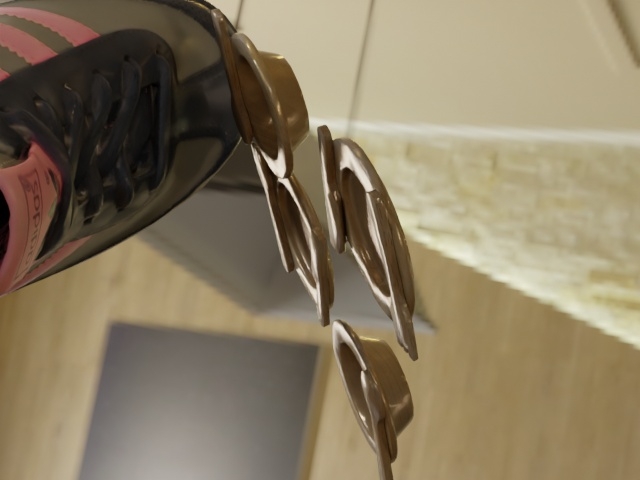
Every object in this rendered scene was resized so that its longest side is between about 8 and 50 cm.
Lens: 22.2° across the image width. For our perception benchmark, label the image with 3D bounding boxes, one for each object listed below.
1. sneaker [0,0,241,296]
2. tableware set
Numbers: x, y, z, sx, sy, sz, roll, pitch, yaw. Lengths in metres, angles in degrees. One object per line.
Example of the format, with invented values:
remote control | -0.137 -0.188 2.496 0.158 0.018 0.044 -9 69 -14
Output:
sneaker | -0.109 -0.016 0.531 0.131 0.112 0.319 12 24 38
tableware set | 0.000 0.000 0.587 0.020 0.169 0.141 -20 -47 -11
